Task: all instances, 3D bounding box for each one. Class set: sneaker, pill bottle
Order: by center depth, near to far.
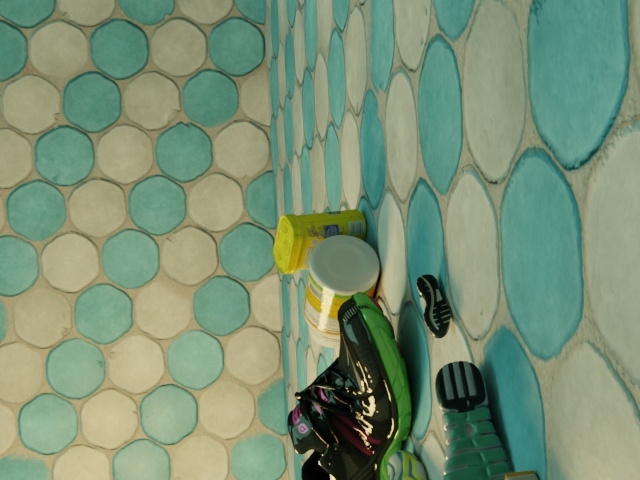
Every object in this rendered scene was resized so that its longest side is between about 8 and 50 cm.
[{"bbox_3d":[0.195,0.268,1.129,0.098,0.083,0.223,58,-153,-64],"label":"sneaker"},{"bbox_3d":[0.168,0.101,1.314,0.043,0.040,0.109,73,-173,-46],"label":"sneaker"},{"bbox_3d":[0.114,0.425,1.447,0.240,0.126,0.091,-116,25,-66],"label":"sneaker"},{"bbox_3d":[0.045,0.306,1.599,0.185,0.202,0.482,-107,17,-54],"label":"sneaker"},{"bbox_3d":[0.035,0.112,1.803,0.245,0.137,0.136,99,165,-53],"label":"pill bottle"}]

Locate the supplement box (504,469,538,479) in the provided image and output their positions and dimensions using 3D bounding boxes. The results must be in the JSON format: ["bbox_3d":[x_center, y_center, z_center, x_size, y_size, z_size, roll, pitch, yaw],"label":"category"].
[{"bbox_3d":[0.229,0.309,0.979,0.098,0.036,0.062,-108,17,-56],"label":"supplement box"}]

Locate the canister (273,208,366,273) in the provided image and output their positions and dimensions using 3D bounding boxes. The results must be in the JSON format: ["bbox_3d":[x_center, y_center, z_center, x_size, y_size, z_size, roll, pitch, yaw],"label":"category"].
[{"bbox_3d":[0.000,0.000,1.826,0.073,0.170,0.126,55,142,43],"label":"canister"}]
